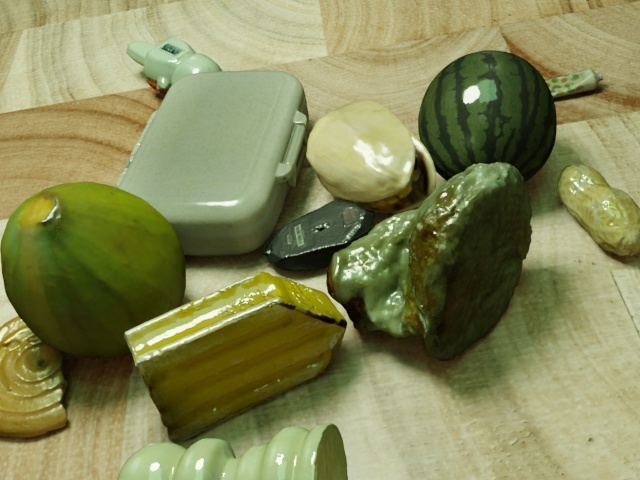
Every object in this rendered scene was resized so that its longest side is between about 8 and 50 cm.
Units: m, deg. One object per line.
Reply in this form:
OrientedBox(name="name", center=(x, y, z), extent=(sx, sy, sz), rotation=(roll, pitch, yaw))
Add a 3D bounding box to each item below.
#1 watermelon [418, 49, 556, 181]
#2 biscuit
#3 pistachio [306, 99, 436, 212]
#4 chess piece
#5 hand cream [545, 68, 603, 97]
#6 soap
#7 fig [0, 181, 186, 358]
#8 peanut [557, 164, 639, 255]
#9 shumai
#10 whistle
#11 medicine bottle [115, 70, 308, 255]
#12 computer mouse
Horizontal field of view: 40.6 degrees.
OrientedBox(name="watermelon", center=(0.248, -0.173, 1.284), extent=(0.212, 0.212, 0.212), rotation=(-6, 43, 6))
OrientedBox(name="biscuit", center=(-0.421, 0.182, 1.186), extent=(0.144, 0.033, 0.224), rotation=(-18, 43, -7))
OrientedBox(name="pistachio", center=(0.078, -0.122, 1.300), extent=(0.157, 0.157, 0.229), rotation=(-32, 43, -20))
OrientedBox(name="chess piece", center=(-0.106, 0.277, 0.952), extent=(0.251, 0.144, 0.144), rotation=(-5, 43, 15))
OrientedBox(name="hand cream", center=(0.395, -0.259, 1.471), extent=(0.165, 0.037, 0.057), rotation=(-12, 43, 9))
OrientedBox(name="soap", center=(-0.094, 0.131, 1.074), extent=(0.257, 0.160, 0.080), rotation=(-23, 43, -13))
OrientedBox(name="fig", center=(-0.305, 0.029, 1.147), extent=(0.239, 0.271, 0.239), rotation=(-4, 62, 8))
OrientedBox(name="peanut", center=(0.392, -0.049, 1.211), extent=(0.080, 0.080, 0.174), rotation=(-22, 45, -10))
OrientedBox(name="shumai", center=(0.139, 0.005, 1.123), extent=(0.204, 0.222, 0.272), rotation=(26, 64, 38))
OrientedBox(name="whistle", center=(-0.271, -0.321, 1.627), extent=(0.253, 0.105, 0.102), rotation=(29, 26, 27))
OrientedBox(name="medicine bottle", center=(-0.165, -0.132, 1.390), extent=(0.282, 0.123, 0.375), rotation=(0, 44, 15))
OrientedBox(name="computer mouse", center=(0.000, 0.000, 1.269), extent=(0.172, 0.057, 0.099), rotation=(-20, 44, 9))
